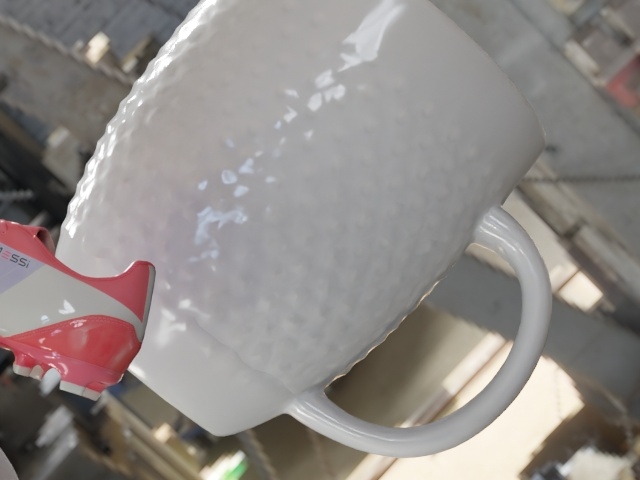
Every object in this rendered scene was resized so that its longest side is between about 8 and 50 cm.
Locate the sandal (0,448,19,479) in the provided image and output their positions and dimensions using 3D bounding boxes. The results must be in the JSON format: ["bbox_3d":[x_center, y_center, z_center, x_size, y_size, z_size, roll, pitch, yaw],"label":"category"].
[{"bbox_3d":[-0.386,0.117,1.011,0.102,0.416,0.169,-60,11,31],"label":"sandal"}]

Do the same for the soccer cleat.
[{"bbox_3d":[-0.222,0.017,0.990,0.083,0.248,0.095,71,-138,-77],"label":"soccer cleat"}]

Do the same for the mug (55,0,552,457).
[{"bbox_3d":[0.000,0.000,1.201,0.328,0.374,0.276,-51,-9,-5],"label":"mug"}]
